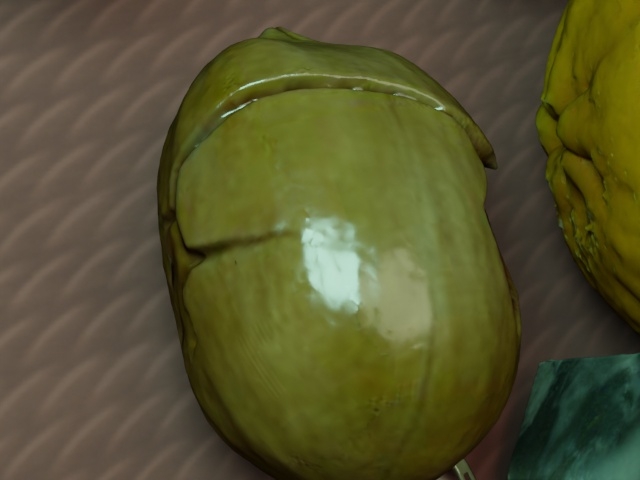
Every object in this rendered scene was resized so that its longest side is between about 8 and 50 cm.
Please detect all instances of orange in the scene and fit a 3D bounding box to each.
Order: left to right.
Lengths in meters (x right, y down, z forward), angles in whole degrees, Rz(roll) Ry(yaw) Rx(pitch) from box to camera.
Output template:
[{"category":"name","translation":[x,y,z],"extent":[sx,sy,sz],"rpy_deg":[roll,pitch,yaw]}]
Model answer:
[{"category":"orange","translation":[0.286,-0.068,0.805],"extent":[0.293,0.340,0.341],"rpy_deg":[-7,78,0]}]

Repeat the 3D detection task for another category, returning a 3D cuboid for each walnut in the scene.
[{"category":"walnut","translation":[0.000,0.000,0.736],"extent":[0.203,0.203,0.298],"rpy_deg":[-6,62,-26]}]

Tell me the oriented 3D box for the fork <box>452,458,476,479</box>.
[{"category":"fork","translation":[0.101,0.169,0.832],"extent":[0.034,0.028,0.219],"rpy_deg":[-29,94,-35]}]

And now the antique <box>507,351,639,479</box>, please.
[{"category":"antique","translation":[0.198,0.123,0.793],"extent":[0.088,0.183,0.086],"rpy_deg":[27,71,-20]}]
